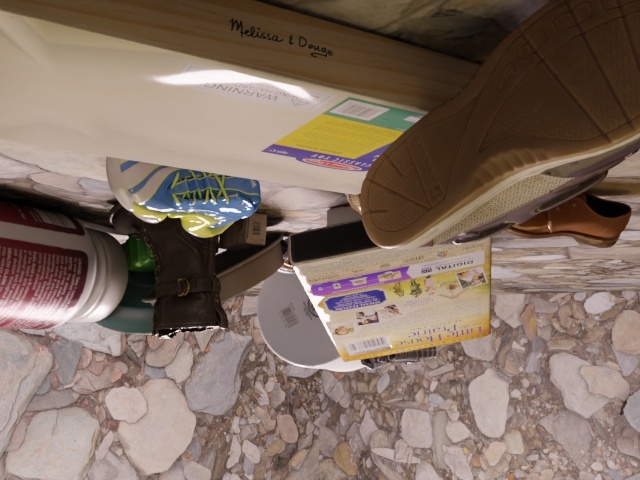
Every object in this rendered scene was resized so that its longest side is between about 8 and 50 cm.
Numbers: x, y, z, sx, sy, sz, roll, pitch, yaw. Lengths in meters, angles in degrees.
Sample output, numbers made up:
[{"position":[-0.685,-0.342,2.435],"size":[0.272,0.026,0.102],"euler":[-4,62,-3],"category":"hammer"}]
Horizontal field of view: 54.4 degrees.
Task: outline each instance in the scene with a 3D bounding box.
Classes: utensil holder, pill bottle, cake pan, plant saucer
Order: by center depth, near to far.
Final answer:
[{"position":[-0.550,0.044,1.101],"size":[0.224,0.224,0.392],"euler":[-2,170,27],"category":"pill bottle"},{"position":[-0.195,0.069,1.195],"size":[0.293,0.054,0.293],"euler":[-23,-171,4],"category":"cake pan"},{"position":[-0.367,0.081,1.362],"size":[0.318,0.043,0.317],"euler":[3,-144,-2],"category":"plant saucer"},{"position":[0.025,0.213,1.797],"size":[0.328,0.327,0.385],"euler":[0,169,14],"category":"utensil holder"}]

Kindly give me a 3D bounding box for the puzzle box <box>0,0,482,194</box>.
[{"position":[-0.073,-0.112,0.526],"size":[0.409,0.052,0.272],"euler":[6,170,-28],"category":"puzzle box"}]

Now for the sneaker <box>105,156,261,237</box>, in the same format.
[{"position":[-0.152,-0.073,0.773],"size":[0.126,0.091,0.240],"euler":[-20,165,15],"category":"sneaker"}]

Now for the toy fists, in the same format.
[{"position":[-0.312,0.009,1.249],"size":[0.142,0.096,0.279],"euler":[-11,179,-29],"category":"toy fists"}]

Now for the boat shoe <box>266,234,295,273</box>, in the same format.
[{"position":[-0.096,0.027,1.365],"size":[0.183,0.066,0.066],"euler":[13,159,-15],"category":"boat shoe"}]

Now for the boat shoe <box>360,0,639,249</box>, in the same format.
[{"position":[0.149,-0.074,0.420],"size":[0.092,0.102,0.285],"euler":[6,148,-43],"category":"boat shoe"}]

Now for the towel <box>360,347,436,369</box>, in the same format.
[{"position":[0.178,0.145,1.413],"size":[0.121,0.283,0.235],"euler":[-3,172,25],"category":"towel"}]

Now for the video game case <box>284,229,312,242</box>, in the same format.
[{"position":[0.000,0.000,1.386],"size":[0.119,0.015,0.166],"euler":[6,171,-20],"category":"video game case"}]

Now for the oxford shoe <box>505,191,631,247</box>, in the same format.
[{"position":[0.335,-0.046,0.888],"size":[0.212,0.076,0.076],"euler":[6,141,-5],"category":"oxford shoe"}]

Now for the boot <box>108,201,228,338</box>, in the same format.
[{"position":[-0.260,0.047,1.030],"size":[0.263,0.228,0.091],"euler":[-4,170,32],"category":"boot"}]

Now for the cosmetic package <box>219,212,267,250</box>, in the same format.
[{"position":[-0.147,-0.016,1.166],"size":[0.041,0.060,0.115],"euler":[9,168,-33],"category":"cosmetic package"}]

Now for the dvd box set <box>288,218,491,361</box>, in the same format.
[{"position":[0.145,0.090,1.098],"size":[0.308,0.062,0.420],"euler":[-12,147,8],"category":"dvd box set"}]

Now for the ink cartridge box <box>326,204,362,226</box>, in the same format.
[{"position":[0.092,-0.023,1.067],"size":[0.135,0.056,0.099],"euler":[9,168,-38],"category":"ink cartridge box"}]

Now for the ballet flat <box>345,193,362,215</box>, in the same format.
[{"position":[0.072,-0.055,0.833],"size":[0.067,0.073,0.206],"euler":[14,175,30],"category":"ballet flat"}]
